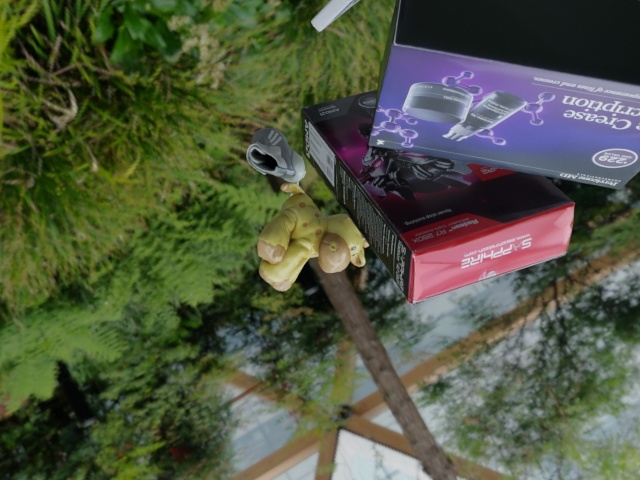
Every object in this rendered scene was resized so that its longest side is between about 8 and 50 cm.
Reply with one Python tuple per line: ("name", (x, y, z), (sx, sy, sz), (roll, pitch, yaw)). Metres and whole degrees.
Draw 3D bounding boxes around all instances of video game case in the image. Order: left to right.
("video game case", (0.089, -0.353, 0.898), (0.173, 0.022, 0.190), (-47, -169, -31))

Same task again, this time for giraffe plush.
("giraffe plush", (0.000, 0.000, 1.311), (0.181, 0.170, 0.210), (62, 45, -69))

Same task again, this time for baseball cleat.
("baseball cleat", (-0.106, -0.179, 1.390), (0.109, 0.206, 0.072), (13, 107, -37))

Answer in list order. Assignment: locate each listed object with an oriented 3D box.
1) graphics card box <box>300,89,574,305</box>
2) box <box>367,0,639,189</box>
("graphics card box", (0.143, -0.091, 0.997), (0.232, 0.371, 0.094), (-16, 132, -14))
("box", (0.186, -0.145, 0.650), (0.261, 0.103, 0.184), (10, 164, 1))
